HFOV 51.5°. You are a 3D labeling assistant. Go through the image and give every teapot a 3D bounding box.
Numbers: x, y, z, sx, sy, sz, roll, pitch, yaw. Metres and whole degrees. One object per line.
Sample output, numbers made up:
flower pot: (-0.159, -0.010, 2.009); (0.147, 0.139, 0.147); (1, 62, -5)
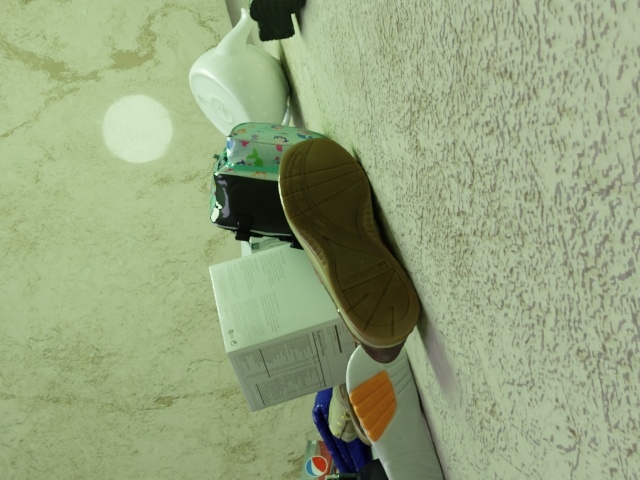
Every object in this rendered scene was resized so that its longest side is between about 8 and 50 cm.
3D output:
teapot: (-0.159, -0.348, 1.518); (0.252, 0.187, 0.256); (48, 159, -7)

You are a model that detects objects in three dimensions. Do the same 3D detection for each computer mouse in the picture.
computer mouse: (0.116, 0.427, 1.193); (0.272, 0.188, 0.072); (112, 162, -69)

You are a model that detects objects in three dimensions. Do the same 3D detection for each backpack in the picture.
backpack: (-0.079, -0.106, 1.164); (0.253, 0.225, 0.191); (-108, 25, -77)

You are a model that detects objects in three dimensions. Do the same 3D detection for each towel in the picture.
towel: (0.073, 0.423, 1.580); (0.228, 0.076, 0.308); (63, -168, -5)

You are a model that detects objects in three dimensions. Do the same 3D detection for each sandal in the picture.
sandal: (0.107, 0.279, 1.014); (0.076, 0.101, 0.265); (140, 111, -81)

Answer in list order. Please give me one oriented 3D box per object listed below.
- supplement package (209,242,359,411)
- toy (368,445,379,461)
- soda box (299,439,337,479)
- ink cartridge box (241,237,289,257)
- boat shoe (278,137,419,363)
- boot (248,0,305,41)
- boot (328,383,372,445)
supplement package: (-0.035, 0.139, 1.183); (0.198, 0.262, 0.199); (79, 173, -46)
toy: (0.144, 0.438, 1.377); (0.237, 0.056, 0.137); (86, 172, -45)
soda box: (-0.011, 0.714, 1.918); (0.263, 0.092, 0.084); (-77, -19, -45)
ink cartridge box: (-0.093, -0.028, 1.441); (0.087, 0.153, 0.209); (-131, 37, -54)
boat shoe: (0.032, 0.010, 0.906); (0.123, 0.123, 0.342); (84, 162, -57)
boot: (-0.083, -0.419, 1.023); (0.246, 0.083, 0.161); (170, 89, -83)
boot: (0.073, 0.327, 1.270); (0.262, 0.095, 0.204); (-106, 21, -54)
